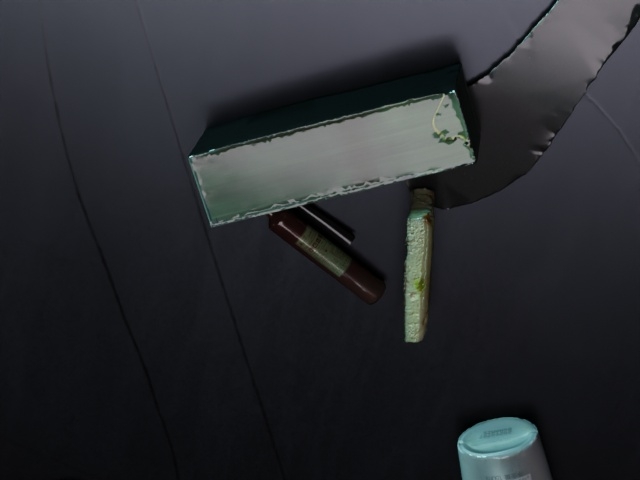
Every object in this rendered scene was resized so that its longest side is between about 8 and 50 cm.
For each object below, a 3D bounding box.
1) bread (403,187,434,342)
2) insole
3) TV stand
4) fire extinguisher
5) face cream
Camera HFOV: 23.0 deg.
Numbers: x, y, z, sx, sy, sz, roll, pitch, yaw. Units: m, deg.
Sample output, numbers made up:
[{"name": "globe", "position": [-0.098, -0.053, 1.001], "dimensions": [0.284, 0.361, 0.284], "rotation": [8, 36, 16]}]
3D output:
[{"name": "bread", "position": [0.100, 0.026, 1.586], "dimensions": [0.028, 0.068, 0.153], "rotation": [4, 122, 6]}, {"name": "insole", "position": [0.198, -0.145, 1.530], "dimensions": [0.110, 0.012, 0.309], "rotation": [34, 114, -8]}, {"name": "TV stand", "position": [0.016, -0.093, 1.525], "dimensions": [0.270, 0.088, 0.082], "rotation": [-13, 109, 12]}, {"name": "fire extinguisher", "position": [0.000, 0.000, 1.609], "dimensions": [0.173, 0.035, 0.049], "rotation": [37, 117, -16]}, {"name": "face cream", "position": [0.217, 0.326, 1.728], "dimensions": [0.107, 0.073, 0.269], "rotation": [-8, 115, 14]}]
